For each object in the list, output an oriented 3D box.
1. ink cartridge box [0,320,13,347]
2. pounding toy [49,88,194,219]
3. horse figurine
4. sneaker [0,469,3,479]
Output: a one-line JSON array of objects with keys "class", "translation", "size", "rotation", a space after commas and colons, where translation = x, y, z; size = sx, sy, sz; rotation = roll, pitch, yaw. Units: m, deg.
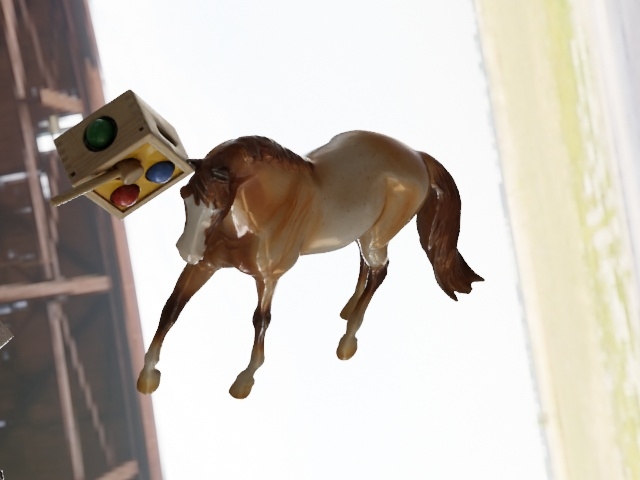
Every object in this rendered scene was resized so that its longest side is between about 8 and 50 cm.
[{"class": "ink cartridge box", "translation": [-0.375, 0.120, 1.287], "size": [0.061, 0.104, 0.181], "rotation": [49, -136, -8]}, {"class": "pounding toy", "translation": [-0.233, -0.086, 1.492], "size": [0.100, 0.130, 0.141], "rotation": [62, -170, 29]}, {"class": "horse figurine", "translation": [0.000, 0.000, 0.739], "size": [0.263, 0.066, 0.174], "rotation": [-14, -49, -43]}, {"class": "sneaker", "translation": [-0.286, 0.157, 0.964], "size": [0.190, 0.083, 0.071], "rotation": [-123, 37, -46]}]
